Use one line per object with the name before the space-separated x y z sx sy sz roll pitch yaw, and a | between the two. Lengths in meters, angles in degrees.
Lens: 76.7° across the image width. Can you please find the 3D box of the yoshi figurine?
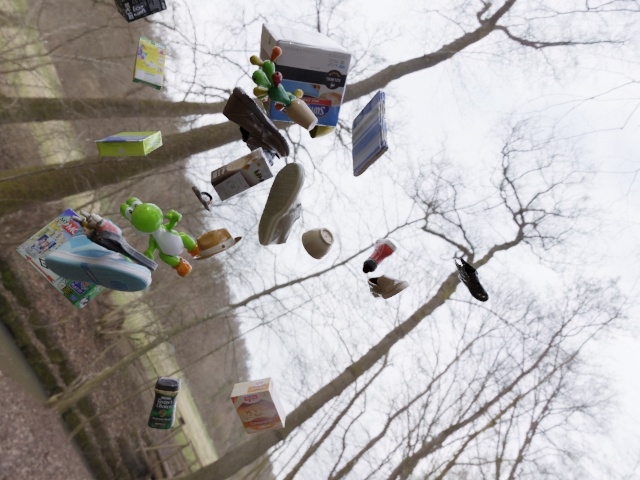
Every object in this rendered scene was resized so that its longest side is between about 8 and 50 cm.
yoshi figurine | -0.616 -0.019 1.582 0.362 0.203 0.203 48 28 -29

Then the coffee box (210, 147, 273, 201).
coffee box | -0.337 -0.284 1.732 0.098 0.246 0.141 64 1 -33

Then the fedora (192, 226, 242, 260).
fedora | -0.381 0.003 1.463 0.194 0.194 0.079 2 -64 62

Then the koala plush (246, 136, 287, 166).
koala plush | -0.311 -0.447 2.113 0.196 0.203 0.221 -31 -136 54

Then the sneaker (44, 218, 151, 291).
sneaker | -0.625 0.029 1.215 0.319 0.208 0.127 12 -41 6

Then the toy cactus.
toy cactus | -0.075 -0.326 0.911 0.180 0.112 0.219 44 3 4

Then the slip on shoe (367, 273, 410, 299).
slip on shoe | 0.133 0.090 0.823 0.041 0.051 0.135 60 -15 0

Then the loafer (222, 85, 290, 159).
loafer | -0.245 -0.420 1.533 0.134 0.130 0.366 54 6 38

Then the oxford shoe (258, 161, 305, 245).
oxford shoe | -0.132 -0.131 1.570 0.449 0.130 0.169 121 -35 -47

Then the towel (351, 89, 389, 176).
towel | 0.183 -0.399 1.526 0.209 0.034 0.285 -39 -137 51

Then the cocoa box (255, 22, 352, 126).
cocoa box | -0.073 -0.545 1.324 0.347 0.231 0.228 -113 -150 -52

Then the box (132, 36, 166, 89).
box | -0.661 -0.689 1.570 0.043 0.105 0.179 -7 -104 56

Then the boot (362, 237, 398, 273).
boot | 0.245 0.077 1.844 0.088 0.176 0.244 45 -4 0

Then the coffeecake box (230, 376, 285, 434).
coffeecake box | -0.221 0.594 1.454 0.068 0.142 0.185 -87 163 -66

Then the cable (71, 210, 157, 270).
cable | -0.557 0.008 1.160 0.139 0.072 0.287 4 -23 32

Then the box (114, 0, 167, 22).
box | -0.601 -0.829 1.307 0.077 0.147 0.180 47 -22 21

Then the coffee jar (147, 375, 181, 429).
coffee jar | -0.595 0.618 1.550 0.079 0.096 0.184 -171 -88 -81

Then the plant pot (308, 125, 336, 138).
plant pot | 0.013 -0.482 1.648 0.134 0.095 0.134 176 -90 -71

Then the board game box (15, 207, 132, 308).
board game box | -0.825 0.053 1.358 0.317 0.213 0.046 34 -24 16

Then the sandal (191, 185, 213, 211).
sandal | -0.538 -0.201 1.890 0.090 0.060 0.219 51 -10 19

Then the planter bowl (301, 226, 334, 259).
planter bowl | 0.000 0.000 2.012 0.109 0.162 0.162 -34 -101 32

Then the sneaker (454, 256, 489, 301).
sneaker | 0.548 0.141 1.464 0.170 0.051 0.089 55 -10 31

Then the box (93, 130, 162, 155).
box | -0.475 -0.243 1.013 0.178 0.109 0.042 -105 -167 -67
